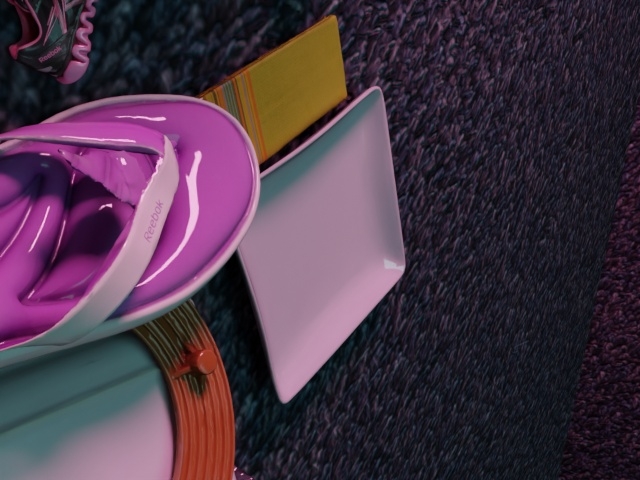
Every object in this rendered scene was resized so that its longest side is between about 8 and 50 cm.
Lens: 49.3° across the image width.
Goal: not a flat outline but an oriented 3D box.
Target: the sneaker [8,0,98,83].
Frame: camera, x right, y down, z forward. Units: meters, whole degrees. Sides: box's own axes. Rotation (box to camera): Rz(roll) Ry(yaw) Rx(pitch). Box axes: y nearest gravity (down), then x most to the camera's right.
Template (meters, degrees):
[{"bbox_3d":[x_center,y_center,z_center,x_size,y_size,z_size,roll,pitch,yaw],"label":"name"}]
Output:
[{"bbox_3d":[-0.185,-0.172,0.481,0.057,0.047,0.119,6,97,-44],"label":"sneaker"}]

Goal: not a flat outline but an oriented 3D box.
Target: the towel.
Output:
[{"bbox_3d":[-0.050,-0.138,0.702,0.237,0.021,0.102,-43,139,-37],"label":"towel"}]

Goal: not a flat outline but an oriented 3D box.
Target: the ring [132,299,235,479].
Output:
[{"bbox_3d":[-0.184,0.148,0.494,0.336,0.032,0.337,16,67,-45],"label":"ring"}]

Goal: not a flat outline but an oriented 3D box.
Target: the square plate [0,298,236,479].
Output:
[{"bbox_3d":[-0.179,0.250,0.543,0.344,0.049,0.347,-18,96,-49],"label":"square plate"}]

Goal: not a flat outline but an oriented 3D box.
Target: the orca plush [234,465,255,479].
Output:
[{"bbox_3d":[-0.184,0.330,0.672,0.151,0.102,0.287,39,50,-6],"label":"orca plush"}]

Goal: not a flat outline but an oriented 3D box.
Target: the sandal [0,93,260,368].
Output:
[{"bbox_3d":[-0.174,-0.008,0.444,0.416,0.102,0.169,-31,90,-44],"label":"sandal"}]

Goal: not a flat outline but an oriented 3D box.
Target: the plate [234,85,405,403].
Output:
[{"bbox_3d":[0.000,0.000,0.803,0.278,0.045,0.277,-43,134,-37],"label":"plate"}]
